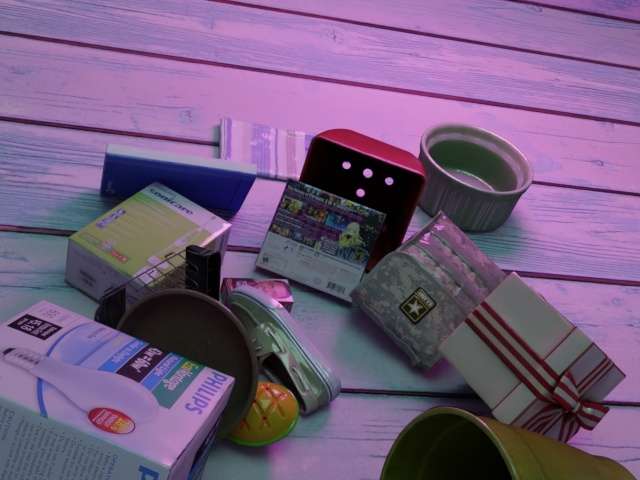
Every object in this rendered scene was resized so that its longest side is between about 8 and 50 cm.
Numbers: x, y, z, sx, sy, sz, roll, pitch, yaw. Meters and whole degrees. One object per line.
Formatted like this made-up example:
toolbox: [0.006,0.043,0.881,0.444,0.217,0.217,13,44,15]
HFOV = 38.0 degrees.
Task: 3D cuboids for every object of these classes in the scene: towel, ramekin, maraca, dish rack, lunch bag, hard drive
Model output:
towel: [-0.122,-0.229,2.380,0.285,0.034,0.209,10,40,-12]
ramekin: [0.382,-0.160,2.406,0.303,0.148,0.303,12,39,-9]
maraca: [-0.131,0.312,1.673,0.185,0.099,0.127,-4,48,6]
dish rack: [-0.304,0.137,1.733,0.074,0.208,0.271,26,38,29]
lunch bag: [0.230,0.114,1.981,0.235,0.169,0.287,45,55,7]
hard drive: [-0.318,-0.134,2.052,0.318,0.210,0.040,7,69,-14]

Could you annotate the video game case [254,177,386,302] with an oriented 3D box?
video game case: [0.000,0.000,2.036,0.232,0.210,0.042,20,-5,3]

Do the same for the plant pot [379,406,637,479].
plant pot: [0.334,0.465,1.511,0.353,0.366,0.366,10,37,-31]

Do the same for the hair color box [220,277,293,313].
hair color box: [-0.134,0.117,1.947,0.141,0.043,0.072,3,40,-20]

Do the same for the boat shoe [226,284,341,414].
boat shoe: [-0.088,0.206,1.803,0.302,0.109,0.094,43,46,20]

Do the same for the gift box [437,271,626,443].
gift box: [0.408,0.265,1.799,0.255,0.276,0.258,29,13,-48]

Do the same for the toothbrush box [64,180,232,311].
toothbrush box: [-0.350,0.023,1.910,0.206,0.122,0.283,29,40,15]

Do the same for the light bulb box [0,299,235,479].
light bulb box: [-0.363,0.295,1.403,0.361,0.225,0.358,21,14,4]

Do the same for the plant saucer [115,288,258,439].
plant saucer: [-0.234,0.216,1.623,0.278,0.278,0.041,27,16,11]

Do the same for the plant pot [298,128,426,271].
plant pot: [0.093,-0.117,2.172,0.267,0.267,0.236,21,26,3]

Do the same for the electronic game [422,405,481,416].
electronic game: [0.279,0.404,1.762,0.229,0.048,0.229,18,34,-12]
